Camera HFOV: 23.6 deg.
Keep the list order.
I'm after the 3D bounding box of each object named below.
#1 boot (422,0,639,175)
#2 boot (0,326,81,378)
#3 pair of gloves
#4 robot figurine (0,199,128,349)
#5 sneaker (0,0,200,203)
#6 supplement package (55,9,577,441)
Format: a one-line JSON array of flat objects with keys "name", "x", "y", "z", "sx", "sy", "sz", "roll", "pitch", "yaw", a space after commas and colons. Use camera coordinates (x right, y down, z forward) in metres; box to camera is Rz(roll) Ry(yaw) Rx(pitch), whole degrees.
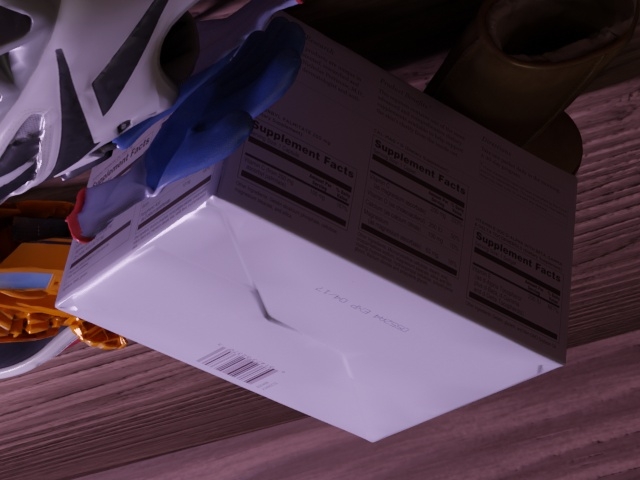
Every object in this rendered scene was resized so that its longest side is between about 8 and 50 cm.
[{"name": "boot", "x": 0.152, "y": -0.097, "z": 1.089, "sx": 0.236, "sy": 0.089, "sz": 0.269, "roll": -26, "pitch": 165, "yaw": -31}, {"name": "boot", "x": -0.199, "y": 0.061, "z": 1.380, "sx": 0.244, "sy": 0.088, "sz": 0.176, "roll": -25, "pitch": 165, "yaw": 26}, {"name": "pair of gloves", "x": -0.071, "y": -0.082, "z": 0.830, "sx": 0.159, "sy": 0.023, "sz": 0.198, "roll": -35, "pitch": -155, "yaw": 16}, {"name": "robot figurine", "x": -0.261, "y": 0.026, "z": 1.106, "sx": 0.291, "sy": 0.085, "sz": 0.211, "roll": 2, "pitch": 160, "yaw": -26}, {"name": "sneaker", "x": -0.142, "y": -0.078, "z": 0.790, "sx": 0.146, "sy": 0.122, "sz": 0.330, "roll": -4, "pitch": 164, "yaw": -29}, {"name": "supplement package", "x": 0.000, "y": 0.000, "z": 0.994, "sx": 0.261, "sy": 0.145, "sz": 0.204, "roll": 27, "pitch": 146, "yaw": -26}]
